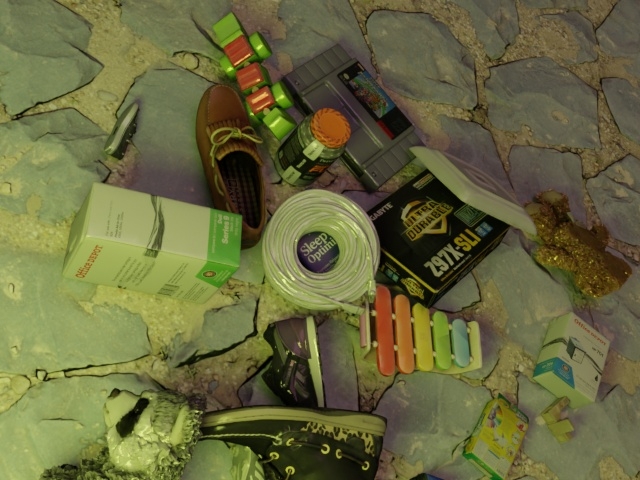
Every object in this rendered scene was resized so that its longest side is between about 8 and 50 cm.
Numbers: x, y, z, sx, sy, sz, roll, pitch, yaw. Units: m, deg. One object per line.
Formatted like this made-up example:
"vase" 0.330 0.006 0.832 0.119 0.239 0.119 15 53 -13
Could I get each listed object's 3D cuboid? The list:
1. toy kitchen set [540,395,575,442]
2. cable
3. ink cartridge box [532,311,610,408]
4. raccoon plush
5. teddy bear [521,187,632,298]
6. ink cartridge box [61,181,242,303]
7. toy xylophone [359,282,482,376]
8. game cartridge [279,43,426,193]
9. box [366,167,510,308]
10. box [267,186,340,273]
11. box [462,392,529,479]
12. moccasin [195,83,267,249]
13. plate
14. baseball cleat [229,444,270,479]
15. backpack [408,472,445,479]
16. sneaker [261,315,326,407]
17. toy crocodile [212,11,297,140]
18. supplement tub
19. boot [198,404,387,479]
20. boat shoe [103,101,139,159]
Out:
"toy kitchen set" 0.589 0.424 1.956 0.075 0.068 0.083 -29 83 -36
"cable" 0.001 0.022 1.757 0.257 0.089 0.257 11 79 -7
"ink cartridge box" 0.623 0.296 2.031 0.140 0.082 0.190 36 56 -9
"raccoon plush" -0.253 0.449 1.347 0.299 0.216 0.446 -30 112 -7
"teddy bear" 0.670 0.009 2.197 0.338 0.113 0.245 39 46 2
"ink cartridge box" -0.320 0.011 1.557 0.289 0.211 0.121 13 61 -24
"toy xylophone" 0.209 0.195 1.847 0.323 0.081 0.236 4 64 -28
"game cartridge" 0.087 -0.312 2.043 0.355 0.068 0.230 50 57 0
"box" 0.255 -0.016 1.929 0.257 0.079 0.322 41 51 18
"box" 0.000 0.000 1.826 0.136 0.036 0.225 -40 88 -16
"box" 0.401 0.442 1.858 0.105 0.043 0.179 41 56 -5
"moccasin" -0.187 -0.173 1.762 0.139 0.147 0.380 7 64 -27
"plate" 0.382 -0.135 2.007 0.277 0.045 0.278 21 22 -34
"baseball cleat" -0.117 0.464 1.548 0.109 0.072 0.205 14 70 -32
"backpack" 0.222 0.544 1.676 0.101 0.098 0.120 24 44 -28
"sneaker" -0.053 0.299 1.657 0.124 0.107 0.283 -7 76 -1
"toy crocodile" -0.155 -0.375 1.878 0.340 0.115 0.105 65 14 13
"supplement tub" -0.016 -0.211 1.850 0.117 0.190 0.117 12 62 -24
"boot" -0.052 0.442 1.472 0.377 0.138 0.284 10 75 -29
"boat shoe" -0.412 -0.230 1.731 0.040 0.049 0.142 40 53 -31
